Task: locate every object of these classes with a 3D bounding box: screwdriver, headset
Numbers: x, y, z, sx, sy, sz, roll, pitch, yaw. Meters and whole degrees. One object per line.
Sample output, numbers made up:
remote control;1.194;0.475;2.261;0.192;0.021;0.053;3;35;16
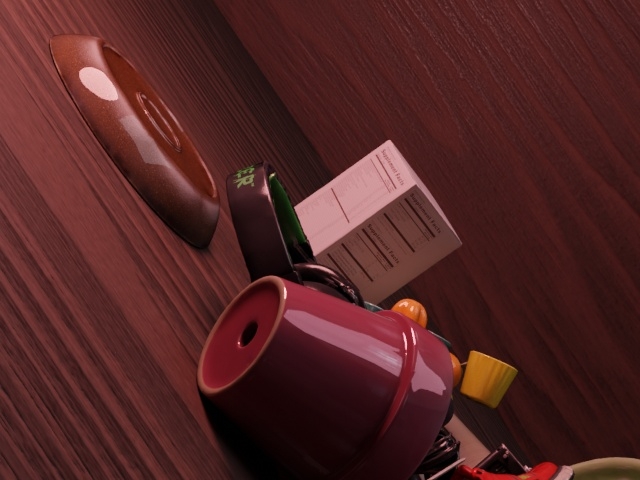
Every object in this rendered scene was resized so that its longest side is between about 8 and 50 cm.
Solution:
screwdriver;0.097;0.268;1.666;0.024;0.170;0.025;0;-65;52
headset;0.013;0.095;1.706;0.243;0.185;0.394;-75;146;-81

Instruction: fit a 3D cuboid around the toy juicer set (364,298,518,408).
toy juicer set;0.092;0.118;2.085;0.329;0.090;0.209;26;-7;-23

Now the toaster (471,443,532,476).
toaster;0.219;0.373;1.909;0.168;0.185;0.110;49;2;21

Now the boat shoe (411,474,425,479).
boat shoe;0.127;0.329;1.998;0.125;0.038;0.046;57;-25;-17

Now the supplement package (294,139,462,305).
supplement package;0.051;0.001;2.176;0.134;0.244;0.139;50;9;-34

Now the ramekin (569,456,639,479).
ramekin;0.368;0.444;2.061;0.148;0.303;0.303;61;4;-22

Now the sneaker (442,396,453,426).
sneaker;0.062;0.190;1.918;0.300;0.111;0.121;27;39;-41

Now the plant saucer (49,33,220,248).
plant saucer;-0.209;-0.130;1.852;0.311;0.050;0.310;54;6;-8

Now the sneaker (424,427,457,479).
sneaker;0.132;0.250;2.080;0.222;0.083;0.118;60;-14;27

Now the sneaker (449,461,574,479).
sneaker;0.203;0.286;1.727;0.118;0.107;0.279;29;10;16

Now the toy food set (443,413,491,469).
toy food set;0.249;0.387;2.438;0.306;0.092;0.220;52;-4;-38

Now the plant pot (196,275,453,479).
plant pot;-0.007;0.132;1.452;0.180;0.201;0.201;34;15;-24
